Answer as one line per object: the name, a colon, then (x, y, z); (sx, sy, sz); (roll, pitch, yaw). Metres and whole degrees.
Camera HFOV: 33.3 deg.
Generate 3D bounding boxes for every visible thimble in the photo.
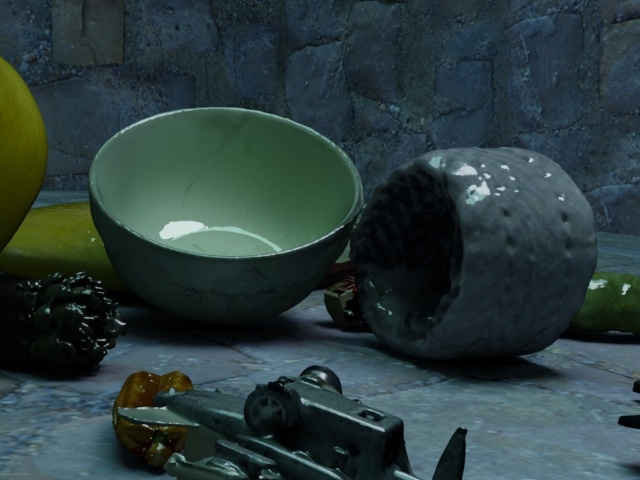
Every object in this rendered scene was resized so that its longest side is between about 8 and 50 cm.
thimble: (0.147, 0.015, 1.102); (0.157, 0.217, 0.245); (2, -15, -28)

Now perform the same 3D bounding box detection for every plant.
plant: (-0.247, 0.073, 0.965); (0.143, 0.092, 0.094); (-1, -4, 23)

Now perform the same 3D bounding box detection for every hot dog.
hot dog: (-0.115, 0.124, 0.752); (0.062, 0.038, 0.144); (5, 7, -8)

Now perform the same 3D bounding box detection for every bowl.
bowl: (-0.113, -0.017, 1.236); (0.307, 0.163, 0.307); (7, 38, -5)

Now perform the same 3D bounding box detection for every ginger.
ginger: (0.345, 0.074, 1.299); (0.290, 0.089, 0.137); (0, -13, 9)

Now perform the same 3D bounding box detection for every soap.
soap: (-0.267, 0.007, 1.464); (0.427, 0.115, 0.306); (5, 13, 20)

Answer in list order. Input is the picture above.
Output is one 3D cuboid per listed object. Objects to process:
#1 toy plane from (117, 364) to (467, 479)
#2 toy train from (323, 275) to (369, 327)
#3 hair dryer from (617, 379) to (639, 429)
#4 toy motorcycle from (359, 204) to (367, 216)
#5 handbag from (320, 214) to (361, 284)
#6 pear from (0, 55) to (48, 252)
toy plane: (0.021, 0.120, 0.607); (0.262, 0.088, 0.192); (6, 5, 21)
toy train: (0.075, 0.056, 1.269); (0.138, 0.050, 0.087); (-27, 19, -24)
hair dryer: (0.293, 0.132, 0.843); (0.195, 0.078, 0.248); (1, -4, -14)
toy motorcycle: (0.049, -0.007, 1.910); (0.198, 0.109, 0.296); (0, 9, 38)
handbag: (0.000, 0.000, 1.651); (0.235, 0.127, 0.213); (-9, 36, -40)
pear: (-0.442, -0.073, 0.935); (0.362, 0.362, 0.418); (7, 12, 32)
